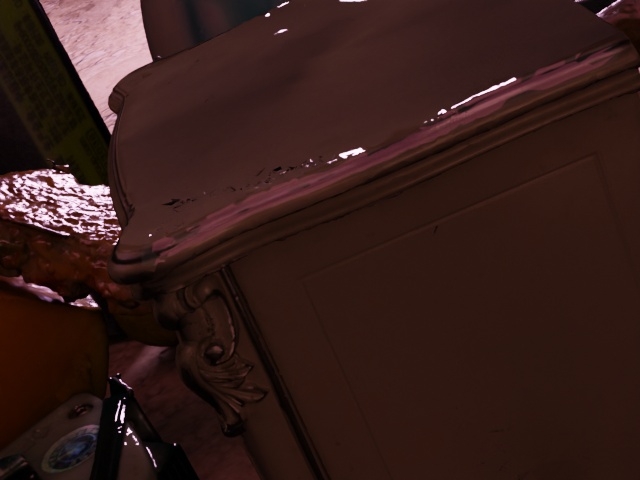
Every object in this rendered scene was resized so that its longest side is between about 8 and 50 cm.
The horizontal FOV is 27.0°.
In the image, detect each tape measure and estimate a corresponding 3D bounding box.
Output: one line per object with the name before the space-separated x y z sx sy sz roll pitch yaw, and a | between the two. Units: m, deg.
tape measure | -0.168 0.191 0.884 0.235 0.115 0.207 -38 24 -26

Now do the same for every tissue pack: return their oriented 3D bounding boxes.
tissue pack | -0.337 -0.077 1.257 0.288 0.394 0.124 -11 28 33

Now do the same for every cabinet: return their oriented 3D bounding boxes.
cabinet | 0.056 0.046 0.703 0.228 0.318 0.290 -24 24 1

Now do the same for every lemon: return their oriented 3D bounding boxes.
lemon | -0.132 0.037 1.172 0.109 0.109 0.133 -19 39 16

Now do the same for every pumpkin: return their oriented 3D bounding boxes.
pumpkin | -0.327 0.121 1.012 0.225 0.256 0.303 25 75 41

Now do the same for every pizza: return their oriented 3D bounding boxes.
pizza | -0.175 0.006 0.986 0.226 0.069 0.147 15 22 7

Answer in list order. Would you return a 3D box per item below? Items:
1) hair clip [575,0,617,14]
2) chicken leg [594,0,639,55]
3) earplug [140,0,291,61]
hair clip | 0.340 -0.262 1.417 0.230 0.039 0.070 -18 25 6
chicken leg | 0.344 -0.226 1.217 0.361 0.140 0.211 -37 3 1
earplug | -0.069 -0.145 1.214 0.185 0.324 0.185 -21 24 10
